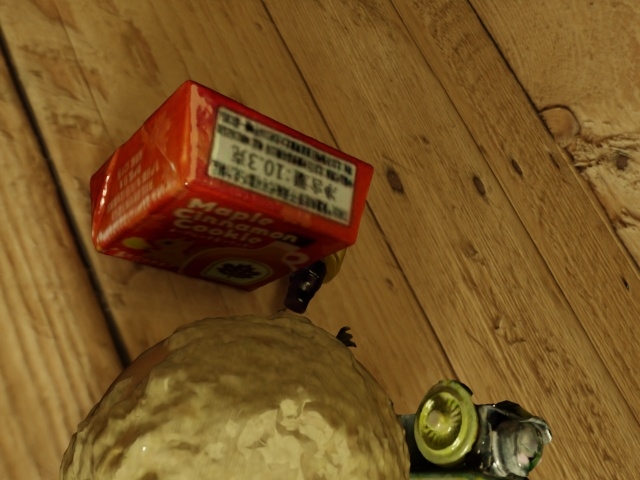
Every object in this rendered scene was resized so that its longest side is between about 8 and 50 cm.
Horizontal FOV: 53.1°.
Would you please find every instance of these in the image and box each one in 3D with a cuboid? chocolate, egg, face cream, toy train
[{"bbox_3d":[-0.102,-0.038,0.695,0.238,0.235,0.107,21,58,-36],"label":"chocolate"},{"bbox_3d":[-0.058,0.194,0.531,0.310,0.279,0.279,36,38,-41],"label":"egg"},{"bbox_3d":[0.000,0.000,0.896,0.078,0.078,0.273,41,38,-16],"label":"face cream"},{"bbox_3d":[0.122,0.253,0.684,0.134,0.261,0.177,24,59,-32],"label":"toy train"}]
